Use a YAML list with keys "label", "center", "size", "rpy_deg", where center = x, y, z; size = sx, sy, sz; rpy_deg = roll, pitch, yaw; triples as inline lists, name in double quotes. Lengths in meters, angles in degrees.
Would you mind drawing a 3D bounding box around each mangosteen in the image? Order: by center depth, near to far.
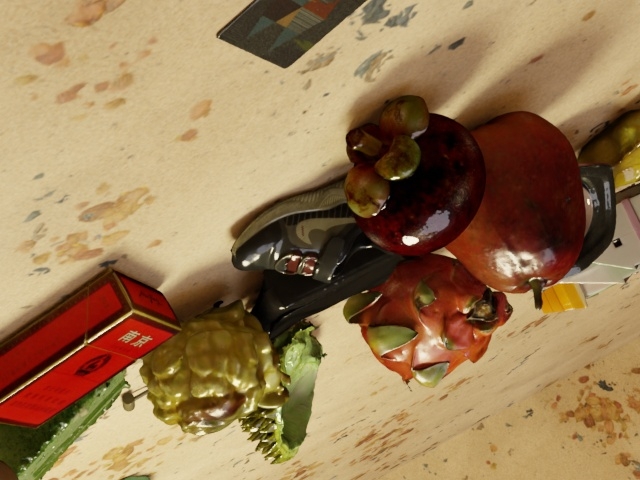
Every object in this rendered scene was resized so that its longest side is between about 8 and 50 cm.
- label: "mangosteen"
  center: [0.105, -0.080, 1.492]
  size: [0.200, 0.200, 0.200]
  rpy_deg: [-28, 160, -11]

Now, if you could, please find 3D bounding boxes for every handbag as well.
- label: "handbag"
  center: [0.008, 0.049, 1.774]
  size: [0.247, 0.080, 0.223]
  rpy_deg: [-25, 168, -20]

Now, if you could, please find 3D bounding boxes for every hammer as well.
- label: "hammer"
  center: [-0.252, 0.225, 1.889]
  size: [0.110, 0.019, 0.035]
  rpy_deg: [-28, 160, -18]

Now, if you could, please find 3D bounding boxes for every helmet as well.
- label: "helmet"
  center: [0.323, -0.034, 1.921]
  size: [0.253, 0.154, 0.198]
  rpy_deg: [-30, 124, -31]

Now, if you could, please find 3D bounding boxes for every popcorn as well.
- label: "popcorn"
  center: [-0.150, 0.175, 1.704]
  size: [0.189, 0.169, 0.218]
  rpy_deg: [-20, 168, -12]

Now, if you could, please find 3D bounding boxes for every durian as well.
- label: "durian"
  center: [-0.052, 0.240, 1.968]
  size: [0.198, 0.163, 0.394]
  rpy_deg: [-33, 160, -9]

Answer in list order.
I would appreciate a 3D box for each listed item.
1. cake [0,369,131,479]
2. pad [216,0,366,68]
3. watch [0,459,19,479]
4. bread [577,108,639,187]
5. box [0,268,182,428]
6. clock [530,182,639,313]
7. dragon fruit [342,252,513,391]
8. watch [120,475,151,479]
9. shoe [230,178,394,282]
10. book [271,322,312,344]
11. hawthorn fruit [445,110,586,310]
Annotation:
- label: "cake"
  center: [-0.379, 0.243, 1.730]
  size: [0.235, 0.099, 0.100]
  rpy_deg: [-46, 166, -26]
- label: "pad"
  center: [0.012, -0.244, 1.183]
  size: [0.211, 0.003, 0.143]
  rpy_deg: [-39, 159, 18]
- label: "watch"
  center: [-0.500, 0.240, 1.222]
  size: [0.314, 0.335, 0.327]
  rpy_deg: [-27, 180, -28]
- label: "bread"
  center: [0.494, -0.142, 2.009]
  size: [0.161, 0.088, 0.233]
  rpy_deg: [-7, 152, -39]
- label: "box"
  center: [-0.307, 0.139, 1.528]
  size: [0.240, 0.074, 0.153]
  rpy_deg: [-34, 156, 7]
- label: "clock"
  center: [0.472, 0.019, 2.170]
  size: [0.310, 0.166, 0.235]
  rpy_deg: [-25, 177, 21]
- label: "dragon fruit"
  center: [0.173, 0.115, 1.963]
  size: [0.224, 0.224, 0.227]
  rpy_deg: [-6, 149, -50]
- label: "watch"
  center: [-0.406, 0.517, 2.281]
  size: [0.237, 0.068, 0.195]
  rpy_deg: [-16, 154, -38]
- label: "shoe"
  center: [0.000, 0.000, 1.585]
  size: [0.228, 0.112, 0.099]
  rpy_deg: [-26, 161, -20]
- label: "book"
  center: [-0.101, 0.200, 2.051]
  size: [0.182, 0.014, 0.127]
  rpy_deg: [-22, 158, -23]
- label: "hawthorn fruit"
  center: [0.262, -0.033, 1.673]
  size: [0.224, 0.260, 0.224]
  rpy_deg: [-21, 159, -8]
